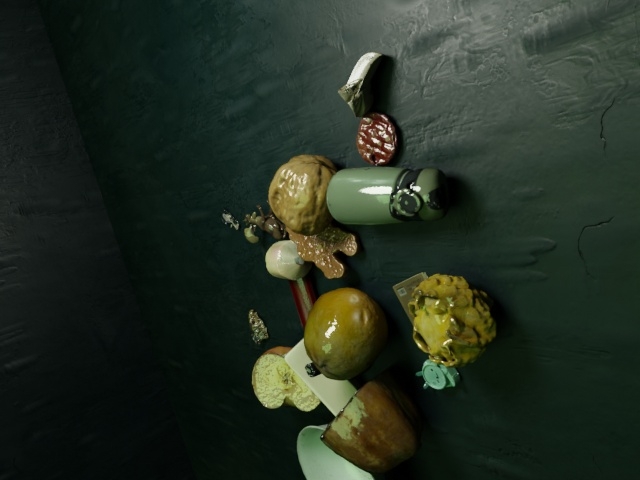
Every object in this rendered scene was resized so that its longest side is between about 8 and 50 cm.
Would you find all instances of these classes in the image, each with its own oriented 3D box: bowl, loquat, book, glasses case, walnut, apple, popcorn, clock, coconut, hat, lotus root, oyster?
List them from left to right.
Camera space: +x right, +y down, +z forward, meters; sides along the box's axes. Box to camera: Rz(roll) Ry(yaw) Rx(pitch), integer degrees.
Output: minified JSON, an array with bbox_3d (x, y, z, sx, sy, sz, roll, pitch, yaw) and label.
[{"bbox_3d":[-0.284,0.378,2.165,0.103,0.051,0.148,-36,70,42],"label":"oyster"},{"bbox_3d":[-0.110,0.070,1.761,0.153,0.147,0.147,-5,104,55],"label":"coconut"},{"bbox_3d":[-0.105,0.522,1.933,0.293,0.163,0.251,0,94,14],"label":"apple"},{"bbox_3d":[-0.041,-0.136,1.531,0.224,0.257,0.257,-107,25,-50],"label":"walnut"},{"bbox_3d":[0.019,0.491,1.781,0.313,0.070,0.131,46,100,5],"label":"glasses case"},{"bbox_3d":[0.070,0.290,1.562,0.276,0.284,0.276,24,140,22],"label":"loquat"},{"bbox_3d":[0.130,0.822,1.802,0.435,0.196,0.434,25,126,40],"label":"bowl"},{"bbox_3d":[0.128,-0.417,1.332,0.175,0.085,0.147,-54,26,22],"label":"hat"},{"bbox_3d":[0.174,0.595,1.573,0.250,0.316,0.316,44,135,12],"label":"lotus root"},{"bbox_3d":[0.306,0.202,1.464,0.138,0.016,0.198,-35,80,49],"label":"book"},{"bbox_3d":[0.350,0.404,1.489,0.101,0.041,0.135,57,139,12],"label":"clock"},{"bbox_3d":[0.346,0.212,1.296,0.250,0.190,0.250,23,127,33],"label":"popcorn"}]

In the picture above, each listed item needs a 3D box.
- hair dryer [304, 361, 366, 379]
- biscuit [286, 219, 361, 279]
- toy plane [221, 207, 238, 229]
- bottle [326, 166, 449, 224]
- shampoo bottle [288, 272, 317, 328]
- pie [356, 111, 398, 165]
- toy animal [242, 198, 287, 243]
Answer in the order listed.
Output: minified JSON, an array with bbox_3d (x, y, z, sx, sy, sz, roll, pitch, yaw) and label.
[{"bbox_3d":[0.037,0.400,1.677,0.089,0.251,0.197,-44,71,31],"label":"hair dryer"},{"bbox_3d":[0.002,0.000,1.651,0.295,0.044,0.186,40,107,30],"label":"biscuit"},{"bbox_3d":[-0.379,-0.086,2.071,0.120,0.031,0.049,48,128,25],"label":"toy plane"},{"bbox_3d":[0.188,-0.121,1.333,0.347,0.169,0.168,3,110,44],"label":"bottle"},{"bbox_3d":[-0.045,0.251,1.832,0.102,0.064,0.260,-9,101,44],"label":"shampoo bottle"},{"bbox_3d":[0.161,-0.285,1.385,0.154,0.038,0.153,19,118,40],"label":"pie"},{"bbox_3d":[-0.214,-0.059,1.855,0.214,0.094,0.186,33,138,23],"label":"toy animal"}]
